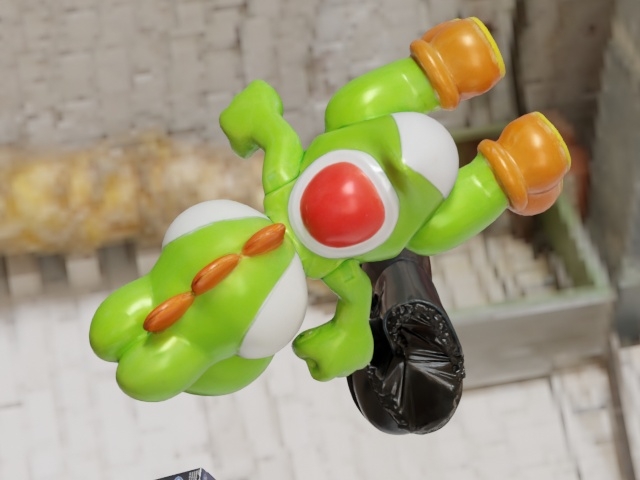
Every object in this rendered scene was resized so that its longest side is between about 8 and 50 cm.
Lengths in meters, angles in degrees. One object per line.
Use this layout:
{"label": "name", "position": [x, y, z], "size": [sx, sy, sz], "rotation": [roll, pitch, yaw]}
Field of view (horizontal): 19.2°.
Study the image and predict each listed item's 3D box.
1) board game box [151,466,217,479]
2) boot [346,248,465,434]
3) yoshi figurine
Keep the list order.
{"label": "board game box", "position": [-0.206, 0.325, 1.860], "size": [0.060, 0.194, 0.194], "rotation": [54, 38, -56]}
{"label": "boot", "position": [0.074, 0.119, 1.711], "size": [0.207, 0.094, 0.246], "rotation": [-97, -175, -61]}
{"label": "yoshi figurine", "position": [-0.009, -0.004, 1.390], "size": [0.203, 0.362, 0.203], "rotation": [45, -16, 45]}
